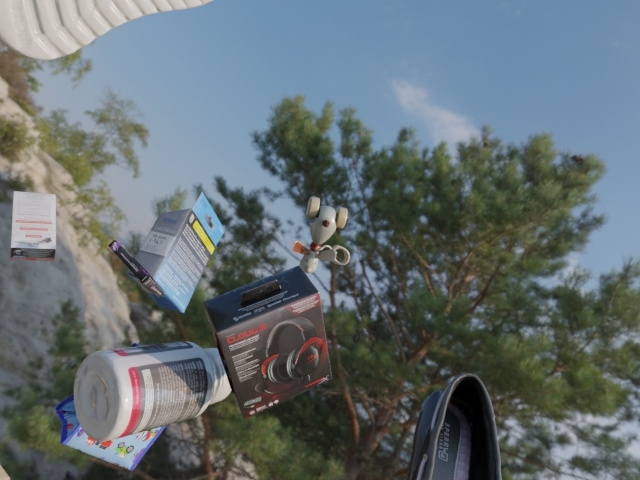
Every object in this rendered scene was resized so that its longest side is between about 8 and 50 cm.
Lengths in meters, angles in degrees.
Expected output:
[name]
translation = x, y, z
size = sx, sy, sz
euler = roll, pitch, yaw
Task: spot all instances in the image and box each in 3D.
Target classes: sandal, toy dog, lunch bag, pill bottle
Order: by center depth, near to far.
[sandal]
translation = -0.290, -0.412, 0.754
size = 0.102, 0.416, 0.169
euler = 38, -28, 39
[pill bottle]
translation = -0.348, 0.315, 1.126
size = 0.176, 0.176, 0.318
euler = 29, 13, 34
[lunch bag]
translation = -0.471, 0.402, 1.305
size = 0.138, 0.293, 0.221
euler = 39, -7, 49
[toy dog]
translation = 0.000, 0.000, 1.989
size = 0.161, 0.220, 0.334
euler = -84, 171, -62

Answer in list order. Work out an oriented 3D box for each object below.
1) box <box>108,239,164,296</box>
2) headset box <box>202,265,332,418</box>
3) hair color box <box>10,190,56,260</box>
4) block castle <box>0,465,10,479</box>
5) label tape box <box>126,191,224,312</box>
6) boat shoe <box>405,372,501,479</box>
[box]
translation = -0.503, 0.078, 1.405
size = 0.162, 0.029, 0.116
euler = 40, -16, 19
[headset box]
translation = -0.106, 0.203, 1.074
size = 0.110, 0.218, 0.293
euler = 48, -28, 50
[hair color box]
translation = -0.684, -0.035, 1.222
size = 0.053, 0.093, 0.167
euler = -54, -136, 42
[block castle]
translation = -0.834, 0.694, 1.227
size = 0.453, 0.213, 0.303
euler = -18, -75, 47
[label tape box]
translation = -0.459, 0.032, 1.671
size = 0.105, 0.334, 0.241
euler = 12, -28, 17
[boat shoe]
translation = 0.156, 0.294, 0.602
size = 0.112, 0.335, 0.096
euler = 21, -57, 2
